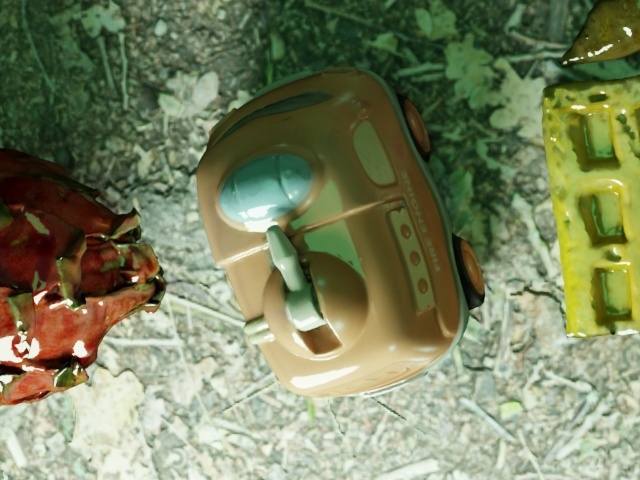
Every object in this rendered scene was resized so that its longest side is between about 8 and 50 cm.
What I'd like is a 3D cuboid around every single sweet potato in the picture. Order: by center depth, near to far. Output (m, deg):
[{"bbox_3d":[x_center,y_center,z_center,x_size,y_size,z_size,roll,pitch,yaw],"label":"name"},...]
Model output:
[{"bbox_3d":[0.304,-0.231,1.448,0.075,0.075,0.269,44,100,9],"label":"sweet potato"}]

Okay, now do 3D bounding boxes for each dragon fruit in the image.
[{"bbox_3d":[-0.288,0.036,1.574,0.298,0.244,0.244,2,96,-5],"label":"dragon fruit"}]

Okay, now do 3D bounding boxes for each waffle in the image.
[{"bbox_3d":[0.317,-0.035,1.470,0.247,0.055,0.221,-5,93,18],"label":"waffle"}]

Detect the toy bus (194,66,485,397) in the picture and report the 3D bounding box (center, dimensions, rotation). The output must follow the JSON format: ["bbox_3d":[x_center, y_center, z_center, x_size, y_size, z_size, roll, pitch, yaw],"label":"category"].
[{"bbox_3d":[0.000,0.000,1.481,0.194,0.232,0.288,-20,90,20],"label":"toy bus"}]
